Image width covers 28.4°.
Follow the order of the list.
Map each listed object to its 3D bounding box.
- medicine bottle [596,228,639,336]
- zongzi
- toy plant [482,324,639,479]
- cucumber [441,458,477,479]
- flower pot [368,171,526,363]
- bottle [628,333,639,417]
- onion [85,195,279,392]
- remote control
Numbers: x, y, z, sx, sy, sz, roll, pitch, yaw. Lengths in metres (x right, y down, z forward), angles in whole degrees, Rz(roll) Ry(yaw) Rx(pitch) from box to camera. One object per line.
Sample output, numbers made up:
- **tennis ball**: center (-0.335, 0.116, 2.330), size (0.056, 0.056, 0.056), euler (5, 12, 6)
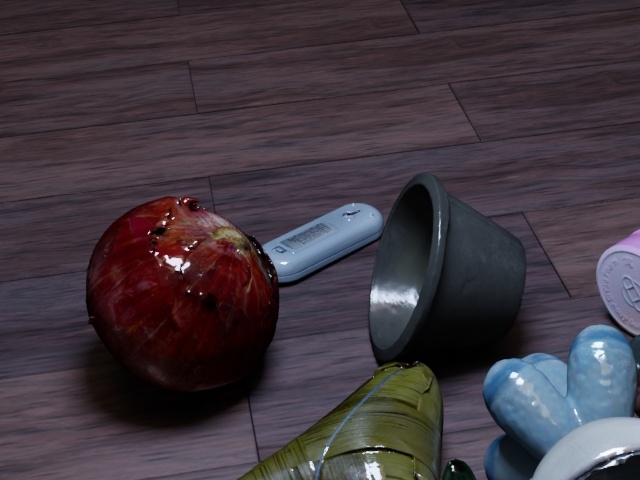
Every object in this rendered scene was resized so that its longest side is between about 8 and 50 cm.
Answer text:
- **medicine bottle**: center (0.532, 0.027, 1.810), size (0.254, 0.152, 0.152), euler (-26, 39, -29)
- **zongzi**: center (-0.004, 0.261, 1.530), size (0.300, 0.138, 0.286), euler (-4, 29, 10)
- **toy plant**: center (0.300, 0.234, 1.458), size (0.247, 0.247, 0.332), euler (-9, 31, -8)
- **cucumber**: center (0.166, 0.299, 1.477), size (0.048, 0.105, 0.048), euler (-9, 24, 4)
- **flower pot**: center (0.182, 0.051, 1.764), size (0.166, 0.269, 0.269), euler (11, 30, -16)
- **bottle**: center (0.475, 0.194, 1.564), size (0.156, 0.143, 0.271), euler (-10, 18, -24)
- **onion**: center (-0.188, 0.076, 1.721), size (0.276, 0.276, 0.276), euler (-3, 33, 2)
- **remote control**: center (0.000, 0.000, 2.003), size (0.244, 0.047, 0.087), euler (-27, 36, -34)
